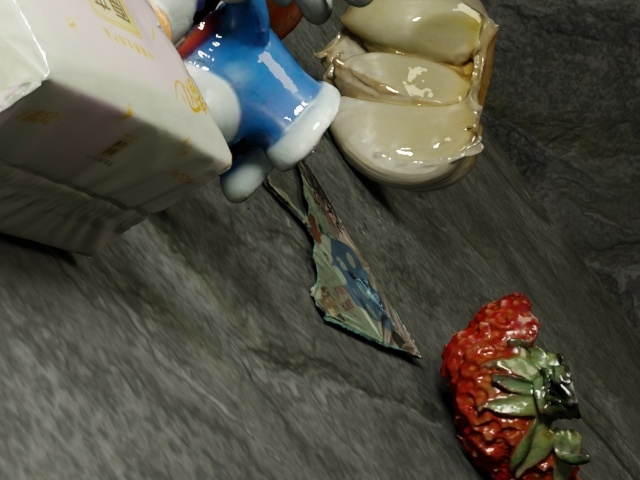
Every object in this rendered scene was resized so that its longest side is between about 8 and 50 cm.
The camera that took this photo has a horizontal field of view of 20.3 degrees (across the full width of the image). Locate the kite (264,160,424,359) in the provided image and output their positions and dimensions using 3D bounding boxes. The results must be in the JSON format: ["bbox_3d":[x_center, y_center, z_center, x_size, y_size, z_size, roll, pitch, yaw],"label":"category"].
[{"bbox_3d":[0.000,0.000,1.597,0.314,0.011,0.335,49,12,-24],"label":"kite"}]

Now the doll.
[{"bbox_3d":[-0.109,-0.134,1.169,0.257,0.215,0.161,45,44,-10],"label":"doll"}]

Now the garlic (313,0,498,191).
[{"bbox_3d":[0.090,-0.177,2.024,0.184,0.203,0.281,96,2,-73],"label":"garlic"}]

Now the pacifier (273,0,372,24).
[{"bbox_3d":[-0.104,-0.251,1.330,0.299,0.233,0.244,-83,151,-71],"label":"pacifier"}]

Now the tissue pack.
[{"bbox_3d":[-0.169,-0.106,0.948,0.185,0.124,0.225,62,14,17],"label":"tissue pack"}]

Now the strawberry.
[{"bbox_3d":[0.167,0.146,1.656,0.286,0.106,0.188,-136,-146,-85],"label":"strawberry"}]

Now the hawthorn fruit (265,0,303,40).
[{"bbox_3d":[-0.090,-0.244,1.546,0.179,0.179,0.200,53,-10,-12],"label":"hawthorn fruit"}]
